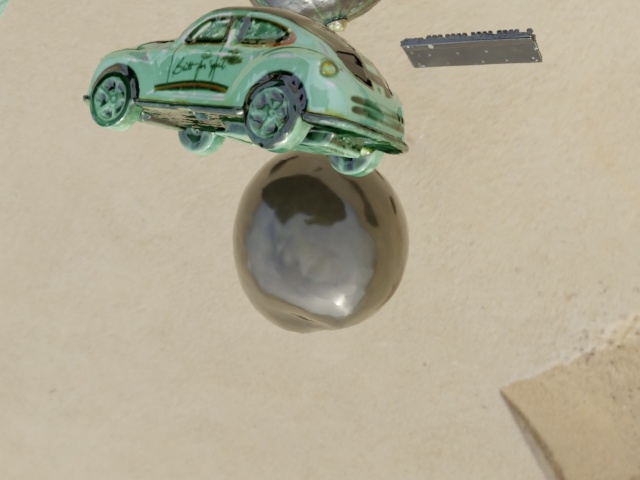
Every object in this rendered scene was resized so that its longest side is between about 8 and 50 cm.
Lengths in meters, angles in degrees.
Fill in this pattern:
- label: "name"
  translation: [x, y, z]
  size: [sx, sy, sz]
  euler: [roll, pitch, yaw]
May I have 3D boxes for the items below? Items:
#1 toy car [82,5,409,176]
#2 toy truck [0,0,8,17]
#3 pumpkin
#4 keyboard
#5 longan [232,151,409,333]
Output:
- label: "toy car"
  translation: [-0.067, -0.133, 0.742]
  size: [0.306, 0.136, 0.125]
  euler: [13, 91, 34]
- label: "toy truck"
  translation: [-0.294, -0.248, 0.626]
  size: [0.156, 0.155, 0.279]
  euler: [32, 118, -13]
- label: "pumpkin"
  translation: [-0.001, -0.541, 1.759]
  size: [0.315, 0.315, 0.238]
  euler: [-14, 89, 26]
- label: "keyboard"
  translation: [0.245, -0.313, 1.410]
  size: [0.231, 0.023, 0.072]
  euler: [4, 155, 32]
- label: "longan"
  translation: [0.000, 0.000, 0.884]
  size: [0.198, 0.198, 0.212]
  euler: [31, 156, 6]
